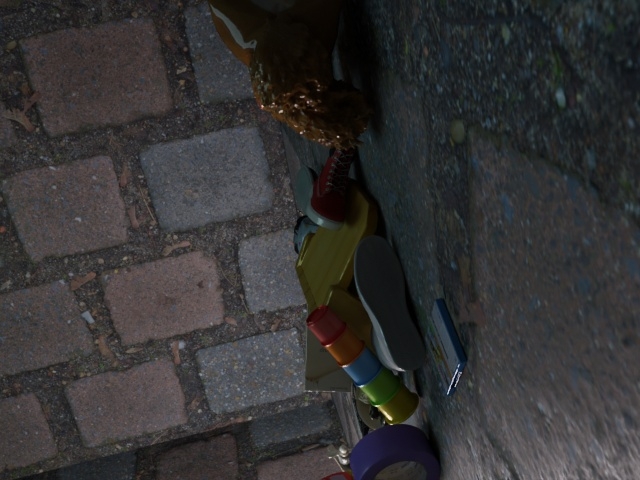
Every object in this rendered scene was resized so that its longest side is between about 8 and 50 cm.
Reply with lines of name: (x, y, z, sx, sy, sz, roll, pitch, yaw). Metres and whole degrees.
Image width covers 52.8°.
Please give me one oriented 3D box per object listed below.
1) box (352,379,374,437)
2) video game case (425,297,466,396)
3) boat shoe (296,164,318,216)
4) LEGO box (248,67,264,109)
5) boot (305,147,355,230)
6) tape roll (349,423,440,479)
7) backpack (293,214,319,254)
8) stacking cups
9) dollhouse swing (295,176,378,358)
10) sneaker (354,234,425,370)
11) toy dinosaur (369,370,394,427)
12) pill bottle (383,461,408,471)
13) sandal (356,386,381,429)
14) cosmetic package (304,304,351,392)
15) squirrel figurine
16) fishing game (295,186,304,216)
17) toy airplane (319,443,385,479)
box: (0.158, 0.548, 2.127, 0.180, 0.078, 0.147, 86, 170, -55)
video game case: (0.217, 0.190, 1.130, 0.166, 0.015, 0.119, 87, 168, -58)
boat shoe: (-0.010, -0.128, 2.201, 0.114, 0.091, 0.302, -49, 45, 47)
LEGO box: (-0.134, -0.671, 1.732, 0.500, 0.193, 0.372, 87, 169, -57)
boot: (0.037, -0.140, 1.529, 0.244, 0.089, 0.176, -99, 31, -61)
tape roll: (0.165, 0.506, 1.442, 0.080, 0.189, 0.188, -111, 10, -57)
backpack: (0.000, 0.000, 2.006, 0.182, 0.115, 0.151, 13, 108, 44)
stacking cups: (0.095, 0.272, 1.439, 0.316, 0.096, 0.096, 51, -178, -16)
dollhouse swing: (0.116, 0.071, 1.617, 0.315, 0.305, 0.347, 35, -169, -22)
sneaker: (0.131, 0.146, 1.399, 0.169, 0.108, 0.292, 111, 145, -74)
toy dinosaur: (0.146, 0.356, 1.677, 0.160, 0.121, 0.313, 93, 158, -44)
pill bottle: (0.223, 0.648, 1.597, 0.108, 0.108, 0.180, -136, 34, -79)
sandal: (0.148, 0.468, 2.021, 0.079, 0.088, 0.239, 75, -177, -55)
cosmetic package: (0.029, 0.343, 2.158, 0.113, 0.160, 0.309, 76, -166, -86)
squirrel figurine: (-0.050, -0.350, 1.326, 0.370, 0.281, 0.396, 75, -178, -66)
fishing game: (-0.039, -0.120, 2.355, 0.189, 0.041, 0.264, 43, -158, -30)
toy airplane: (0.162, 0.860, 2.148, 0.386, 0.272, 0.384, 41, -177, 3)
